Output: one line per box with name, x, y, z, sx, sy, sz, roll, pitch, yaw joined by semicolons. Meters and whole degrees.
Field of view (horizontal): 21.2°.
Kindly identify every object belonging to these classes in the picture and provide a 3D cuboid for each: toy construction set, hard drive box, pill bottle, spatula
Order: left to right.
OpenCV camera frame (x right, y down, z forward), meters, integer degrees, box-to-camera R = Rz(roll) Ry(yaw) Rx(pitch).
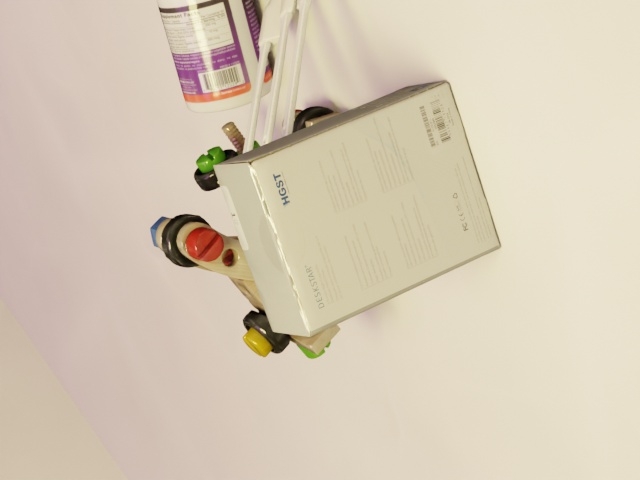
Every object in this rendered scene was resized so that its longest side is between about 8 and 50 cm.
pill bottle;-0.127;-0.253;1.965;0.108;0.108;0.193;19;128;58
spatula;-0.040;-0.193;1.797;0.168;0.019;0.242;145;136;-60
toy construction set;0.000;0.000;1.876;0.309;0.257;0.237;-13;119;43
hard drive box;0.038;-0.033;1.677;0.089;0.232;0.181;2;112;63
